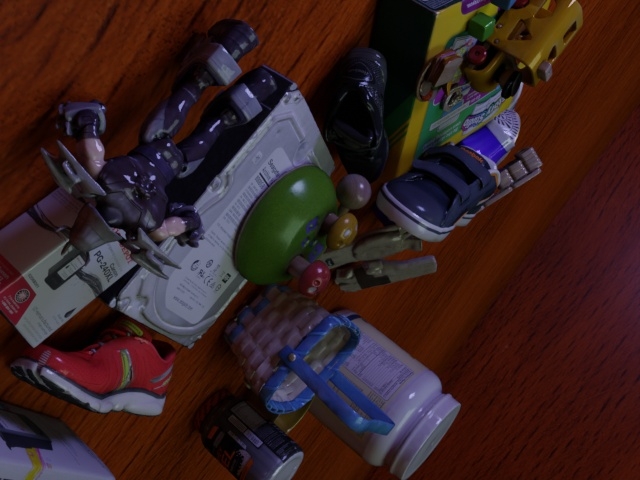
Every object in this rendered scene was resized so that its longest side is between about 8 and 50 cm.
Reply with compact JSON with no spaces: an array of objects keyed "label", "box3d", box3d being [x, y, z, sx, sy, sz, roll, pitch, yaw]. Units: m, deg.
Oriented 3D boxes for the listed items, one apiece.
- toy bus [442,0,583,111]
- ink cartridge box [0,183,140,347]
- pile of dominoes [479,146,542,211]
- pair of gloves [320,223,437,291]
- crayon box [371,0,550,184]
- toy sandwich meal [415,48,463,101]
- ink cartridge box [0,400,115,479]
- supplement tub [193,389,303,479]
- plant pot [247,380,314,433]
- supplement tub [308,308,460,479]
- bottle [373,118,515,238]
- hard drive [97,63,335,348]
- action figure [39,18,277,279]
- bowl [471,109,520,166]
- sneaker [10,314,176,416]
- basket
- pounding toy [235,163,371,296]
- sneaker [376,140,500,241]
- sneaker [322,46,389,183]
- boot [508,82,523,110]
[{"label":"toy bus","box3d":[0.296,-0.275,1.029,0.191,0.104,0.202,-33,149,-36]},{"label":"ink cartridge box","box3d":[-0.267,0.019,0.712,0.150,0.063,0.109,-43,154,-23]},{"label":"pile of dominoes","box3d":[0.297,-0.093,1.329,0.251,0.040,0.196,-33,-175,8]},{"label":"pair of gloves","box3d":[0.109,0.034,1.335,0.204,0.042,0.240,-16,154,13]},{"label":"crayon box","box3d":[0.219,-0.296,1.126,0.363,0.106,0.313,-34,151,-34]},{"label":"toy sandwich meal","box3d":[0.166,-0.225,0.967,0.086,0.029,0.085,-37,151,-25]},{"label":"ink cartridge box","box3d":[-0.401,0.295,0.759,0.226,0.131,0.306,-49,157,-10]},{"label":"supplement tub","box3d":[-0.134,0.366,1.266,0.117,0.190,0.117,-41,152,-27]},{"label":"plant pot","box3d":[-0.091,0.322,1.404,0.134,0.095,0.134,-41,153,-26]},{"label":"supplement tub","box3d":[0.109,0.326,1.491,0.235,0.325,0.235,-42,154,-26]},{"label":"bottle","box3d":[0.234,-0.115,1.325,0.283,0.092,0.118,-39,164,13]},{"label":"hard drive","box3d":[-0.123,-0.029,0.905,0.339,0.064,0.237,-52,157,-9]},{"label":"action figure","box3d":[-0.152,-0.086,0.683,0.285,0.099,0.185,-54,132,-27]},{"label":"bowl","box3d":[0.311,-0.211,1.406,0.080,0.170,0.170,30,98,-22]},{"label":"sneaker","box3d":[-0.271,0.145,0.870,0.279,0.107,0.118,46,63,-69]},{"label":"basket","box3d":[-0.005,0.220,1.182,0.201,0.289,0.255,-52,155,-4]},{"label":"pounding toy","box3d":[0.000,0.000,0.959,0.237,0.110,0.183,-11,131,-58]},{"label":"sneaker","box3d":[0.192,-0.087,1.091,0.127,0.126,0.321,-57,164,21]},{"label":"sneaker","box3d":[0.049,-0.145,0.996,0.227,0.087,0.130,90,16,-50]},{"label":"boot","box3d":[0.389,-0.301,1.495,0.086,0.069,0.190,-42,163,-40]}]
